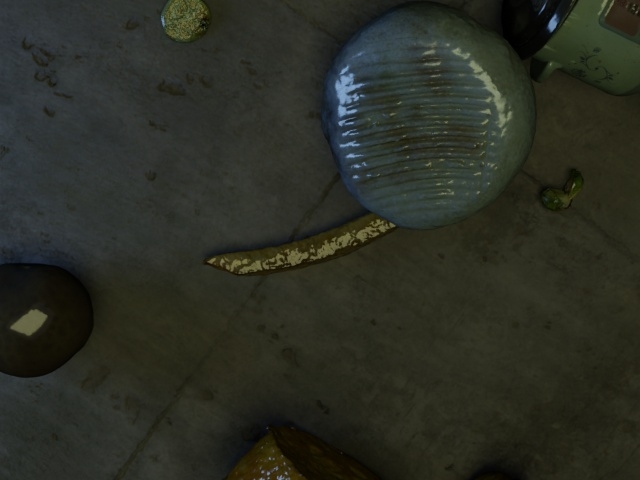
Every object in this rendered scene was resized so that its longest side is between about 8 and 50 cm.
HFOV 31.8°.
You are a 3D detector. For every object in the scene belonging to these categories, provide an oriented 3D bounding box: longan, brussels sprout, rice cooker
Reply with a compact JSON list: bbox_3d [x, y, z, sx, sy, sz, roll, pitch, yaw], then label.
[{"bbox_3d":[-0.482,0.128,1.856,0.212,0.198,0.198,-19,106,-4],"label":"longan"},{"bbox_3d":[0.423,-0.083,1.945,0.083,0.046,0.051,-35,112,4],"label":"brussels sprout"},{"bbox_3d":[0.425,-0.378,1.752,0.316,0.264,0.317,-2,110,-6],"label":"rice cooker"}]

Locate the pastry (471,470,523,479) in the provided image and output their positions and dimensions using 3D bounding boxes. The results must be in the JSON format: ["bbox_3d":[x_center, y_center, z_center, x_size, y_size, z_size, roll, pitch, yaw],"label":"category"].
[{"bbox_3d":[0.305,0.532,2.013,0.132,0.235,0.240,26,93,-7],"label":"pastry"}]

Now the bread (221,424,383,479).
[{"bbox_3d":[0.008,0.495,1.914,0.398,0.398,0.215,32,95,-13],"label":"bread"}]

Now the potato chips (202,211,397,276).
[{"bbox_3d":[0.000,0.000,1.926,0.407,0.057,0.080,-19,93,1],"label":"potato chips"}]

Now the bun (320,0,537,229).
[{"bbox_3d":[0.172,-0.199,1.787,0.361,0.211,0.362,5,110,15],"label":"bun"}]

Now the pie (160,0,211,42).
[{"bbox_3d":[-0.220,-0.361,1.826,0.085,0.017,0.085,-2,107,-5],"label":"pie"}]
